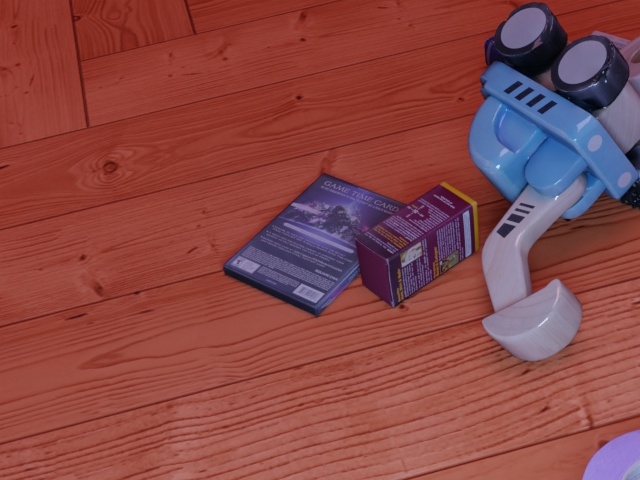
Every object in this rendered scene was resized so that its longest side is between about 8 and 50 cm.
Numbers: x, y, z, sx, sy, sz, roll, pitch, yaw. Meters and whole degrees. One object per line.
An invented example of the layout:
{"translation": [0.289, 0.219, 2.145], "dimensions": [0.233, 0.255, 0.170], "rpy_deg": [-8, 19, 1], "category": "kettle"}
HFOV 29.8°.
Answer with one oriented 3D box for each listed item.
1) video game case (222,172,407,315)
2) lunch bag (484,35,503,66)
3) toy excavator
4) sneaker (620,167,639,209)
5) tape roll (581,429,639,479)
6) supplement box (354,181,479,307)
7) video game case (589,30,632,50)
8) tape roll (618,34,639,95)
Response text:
{"translation": [0.000, 0.000, 1.982], "dimensions": [0.196, 0.026, 0.274], "rpy_deg": [23, 50, 32], "category": "video game case"}
{"translation": [0.363, -0.364, 2.287], "dimensions": [0.098, 0.067, 0.065], "rpy_deg": [-25, 44, -18], "category": "lunch bag"}
{"translation": [0.339, -0.082, 1.844], "dimensions": [0.445, 0.222, 0.433], "rpy_deg": [-49, 42, 3], "category": "toy excavator"}
{"translation": [0.483, -0.125, 1.980], "dimensions": [0.086, 0.085, 0.237], "rpy_deg": [-42, 50, -17], "category": "sneaker"}
{"translation": [0.437, 0.347, 1.416], "dimensions": [0.275, 0.090, 0.275], "rpy_deg": [2, 36, -2], "category": "tape roll"}
{"translation": [0.154, 0.005, 1.886], "dimensions": [0.188, 0.104, 0.081], "rpy_deg": [-32, 45, -23], "category": "supplement box"}
{"translation": [0.547, -0.334, 2.254], "dimensions": [0.157, 0.019, 0.143], "rpy_deg": [25, 52, 33], "category": "video game case"}
{"translation": [0.616, -0.303, 2.043], "dimensions": [0.286, 0.100, 0.286], "rpy_deg": [-32, 13, 8], "category": "tape roll"}
